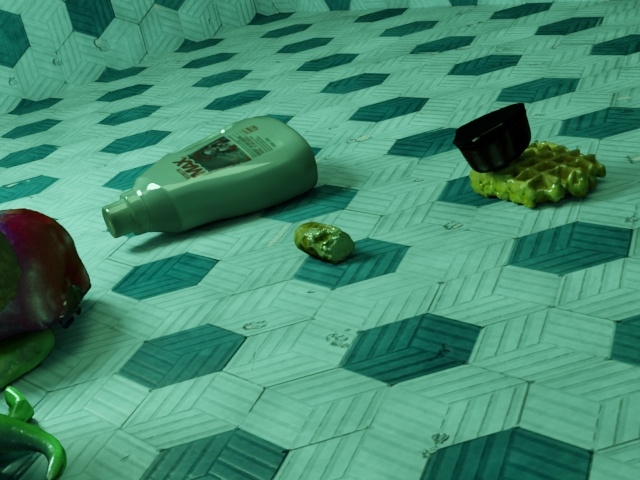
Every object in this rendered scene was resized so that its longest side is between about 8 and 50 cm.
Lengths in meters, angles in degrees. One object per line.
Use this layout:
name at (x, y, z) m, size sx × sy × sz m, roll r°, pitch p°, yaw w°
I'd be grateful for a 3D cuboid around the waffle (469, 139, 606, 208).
waffle at (0.370, -0.108, 1.923) m, size 0.160 × 0.055 × 0.211 m, roll -22°, pitch 22°, yaw -22°

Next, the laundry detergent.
laundry detergent at (-0.231, -0.113, 2.216) m, size 0.398 × 0.124 × 0.264 m, roll -24°, pitch 36°, yaw -21°

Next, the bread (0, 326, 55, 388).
bread at (-0.561, 0.184, 1.786) m, size 0.301 × 0.045 × 0.301 m, roll -13°, pitch 17°, yaw 4°

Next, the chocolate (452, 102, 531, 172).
chocolate at (0.282, -0.159, 1.928) m, size 0.125 × 0.080 × 0.149 m, roll -9°, pitch 25°, yaw 50°

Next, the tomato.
tomato at (-0.526, 0.051, 1.820) m, size 0.290 × 0.176 × 0.335 m, roll -12°, pitch 14°, yaw 5°

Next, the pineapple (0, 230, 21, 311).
pineapple at (-0.568, 0.097, 1.523) m, size 0.340 × 0.169 × 0.169 m, roll -33°, pitch 18°, yaw 10°

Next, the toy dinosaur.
toy dinosaur at (-0.532, 0.265, 1.419) m, size 0.375 × 0.144 × 0.500 m, roll -26°, pitch 18°, yaw -17°

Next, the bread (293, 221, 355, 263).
bread at (0.000, 0.000, 1.877) m, size 0.066 × 0.060 × 0.110 m, roll -8°, pitch 15°, yaw -32°
